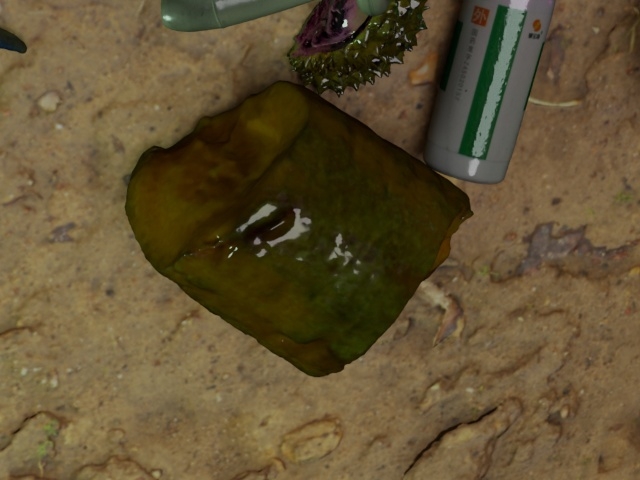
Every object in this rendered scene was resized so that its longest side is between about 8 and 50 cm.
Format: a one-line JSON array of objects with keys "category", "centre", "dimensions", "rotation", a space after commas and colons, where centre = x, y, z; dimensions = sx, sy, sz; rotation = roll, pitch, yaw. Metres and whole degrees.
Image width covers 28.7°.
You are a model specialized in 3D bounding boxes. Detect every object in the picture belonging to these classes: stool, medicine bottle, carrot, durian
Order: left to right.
[{"category": "stool", "centre": [-0.040, -0.291, 1.106], "dimensions": [0.198, 0.195, 0.195], "rotation": [-3, 113, 9]}, {"category": "carrot", "centre": [0.000, 0.000, 1.227], "dimensions": [0.340, 0.241, 0.241], "rotation": [32, 98, -26]}, {"category": "durian", "centre": [0.059, -0.211, 1.233], "dimensions": [0.119, 0.108, 0.187], "rotation": [27, 100, -25]}, {"category": "medicine bottle", "centre": [0.180, -0.192, 1.290], "dimensions": [0.095, 0.095, 0.260], "rotation": [7, 110, -21]}]

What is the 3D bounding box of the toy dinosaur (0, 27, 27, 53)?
[{"category": "toy dinosaur", "centre": [-0.404, -0.183, 1.128], "dimensions": [0.247, 0.075, 0.188], "rotation": [31, 106, -32]}]
